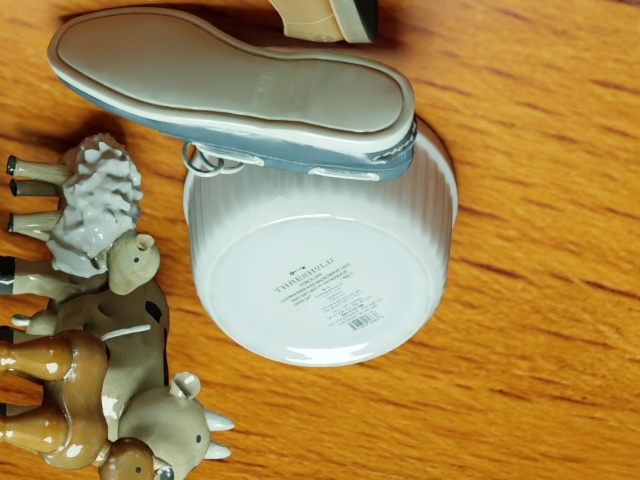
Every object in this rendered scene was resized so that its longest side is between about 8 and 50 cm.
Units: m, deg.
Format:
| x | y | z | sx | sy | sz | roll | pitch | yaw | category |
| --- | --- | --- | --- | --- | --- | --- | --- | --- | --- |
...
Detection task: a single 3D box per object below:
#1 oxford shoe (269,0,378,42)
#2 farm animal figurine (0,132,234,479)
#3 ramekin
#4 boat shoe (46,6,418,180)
| x | y | z | sx | sy | sz | roll | pitch | yaw | category |
| --- | --- | --- | --- | --- | --- | --- | --- | --- | --- |
| -0.026 | -0.200 | 0.976 | 0.076 | 0.076 | 0.212 | -4 | 137 | 17 | oxford shoe |
| -0.157 | 0.136 | 1.151 | 0.172 | 0.327 | 0.330 | 4 | 139 | -13 | farm animal figurine |
| 0.000 | 0.000 | 1.154 | 0.207 | 0.109 | 0.207 | 0 | 136 | 0 | ramekin |
| -0.059 | -0.094 | 1.057 | 0.254 | 0.095 | 0.079 | 9 | 149 | 8 | boat shoe |
